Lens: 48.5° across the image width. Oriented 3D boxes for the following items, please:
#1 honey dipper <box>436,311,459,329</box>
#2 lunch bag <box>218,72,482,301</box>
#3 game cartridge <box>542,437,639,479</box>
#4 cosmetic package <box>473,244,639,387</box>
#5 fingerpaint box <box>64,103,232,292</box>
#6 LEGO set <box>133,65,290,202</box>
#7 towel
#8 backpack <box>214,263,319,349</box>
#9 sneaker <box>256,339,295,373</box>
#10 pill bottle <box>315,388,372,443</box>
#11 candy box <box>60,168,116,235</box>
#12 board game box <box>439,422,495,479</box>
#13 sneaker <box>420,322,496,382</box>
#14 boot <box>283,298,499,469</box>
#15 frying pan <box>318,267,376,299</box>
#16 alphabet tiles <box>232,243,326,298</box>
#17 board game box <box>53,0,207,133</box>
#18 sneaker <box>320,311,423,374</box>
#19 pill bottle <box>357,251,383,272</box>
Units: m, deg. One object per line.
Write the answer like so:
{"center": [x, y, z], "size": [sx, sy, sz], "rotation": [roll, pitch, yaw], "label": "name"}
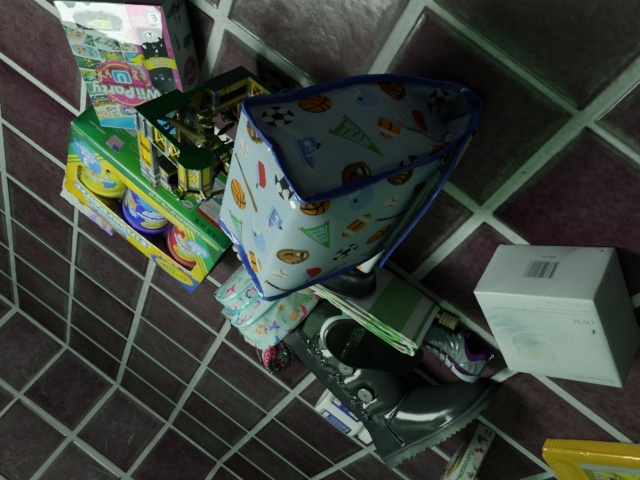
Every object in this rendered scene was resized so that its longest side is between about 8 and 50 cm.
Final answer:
{"center": [0.238, 0.156, 1.620], "size": [0.161, 0.030, 0.030], "rotation": [26, 145, 23], "label": "honey dipper"}
{"center": [0.060, -0.095, 1.179], "size": [0.238, 0.386, 0.327], "rotation": [59, 151, 20], "label": "lunch bag"}
{"center": [0.713, 0.575, 1.657], "size": [0.324, 0.052, 0.285], "rotation": [-15, 120, 49], "label": "game cartridge"}
{"center": [0.439, 0.136, 1.310], "size": [0.224, 0.138, 0.224], "rotation": [1, 133, 42], "label": "cosmetic package"}
{"center": [-0.405, -0.107, 1.754], "size": [0.445, 0.163, 0.371], "rotation": [41, 152, -4], "label": "fingerpaint box"}
{"center": [-0.186, -0.168, 1.337], "size": [0.255, 0.331, 0.192], "rotation": [34, 143, 21], "label": "LEGO set"}
{"center": [0.091, 0.103, 1.514], "size": [0.325, 0.248, 0.038], "rotation": [31, 116, 10], "label": "towel"}
{"center": [-0.127, 0.141, 1.719], "size": [0.191, 0.225, 0.253], "rotation": [49, 171, -22], "label": "backpack"}
{"center": [-0.146, 0.254, 2.022], "size": [0.112, 0.121, 0.299], "rotation": [52, 151, 39], "label": "sneaker"}
{"center": [0.088, 0.512, 2.107], "size": [0.187, 0.112, 0.112], "rotation": [38, 147, 0], "label": "pill bottle"}
{"center": [-0.651, -0.127, 2.067], "size": [0.196, 0.070, 0.165], "rotation": [40, 147, -4], "label": "candy box"}
{"center": [0.370, 0.638, 1.922], "size": [0.053, 0.193, 0.305], "rotation": [29, 145, 13], "label": "board game box"}
{"center": [0.292, 0.220, 1.628], "size": [0.224, 0.083, 0.098], "rotation": [39, 114, 12], "label": "sneaker"}
{"center": [0.162, 0.301, 1.760], "size": [0.367, 0.146, 0.445], "rotation": [-40, 82, 24], "label": "boot"}
{"center": [0.027, 0.010, 1.532], "size": [0.197, 0.326, 0.053], "rotation": [19, 120, -21], "label": "frying pan"}
{"center": [-0.053, 0.062, 1.597], "size": [0.278, 0.021, 0.284], "rotation": [15, -166, -23], "label": "alphabet tiles"}
{"center": [-0.371, -0.368, 1.441], "size": [0.224, 0.097, 0.303], "rotation": [7, 140, 12], "label": "board game box"}
{"center": [0.086, 0.185, 1.562], "size": [0.296, 0.123, 0.178], "rotation": [26, -163, -41], "label": "sneaker"}
{"center": [0.026, -0.068, 1.435], "size": [0.272, 0.152, 0.152], "rotation": [34, 146, 5], "label": "pill bottle"}
